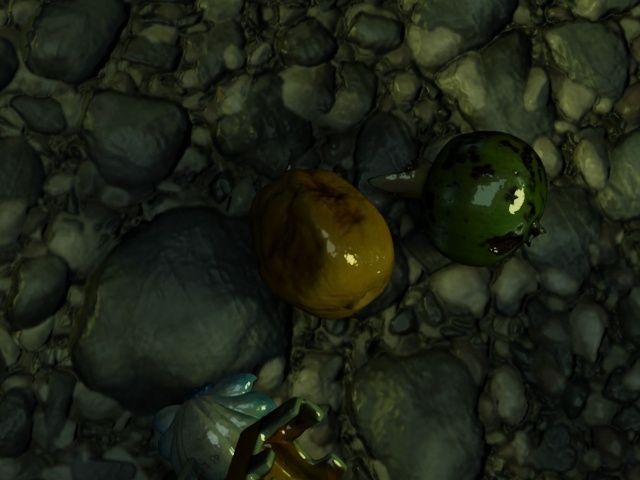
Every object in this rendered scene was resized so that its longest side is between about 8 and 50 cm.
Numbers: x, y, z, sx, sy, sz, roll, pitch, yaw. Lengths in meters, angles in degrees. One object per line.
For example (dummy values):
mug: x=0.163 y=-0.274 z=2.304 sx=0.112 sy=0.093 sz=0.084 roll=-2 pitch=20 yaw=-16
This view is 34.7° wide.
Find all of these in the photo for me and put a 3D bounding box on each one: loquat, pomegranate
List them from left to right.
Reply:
loquat: x=0.000 y=0.000 z=0.850 sx=0.113 sy=0.137 sz=0.137 roll=-37 pitch=87 yaw=16
pomegranate: x=0.121 y=-0.041 z=0.882 sx=0.161 sy=0.122 sz=0.122 roll=16 pitch=79 yaw=24

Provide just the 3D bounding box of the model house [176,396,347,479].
model house: x=-0.046 y=0.263 z=0.720 sx=0.215 sy=0.224 sz=0.198 roll=-34 pitch=107 yaw=19

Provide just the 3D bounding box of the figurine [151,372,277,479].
figurine: x=-0.079 y=0.170 z=0.843 sx=0.114 sy=0.079 sz=0.114 roll=0 pitch=97 yaw=3
